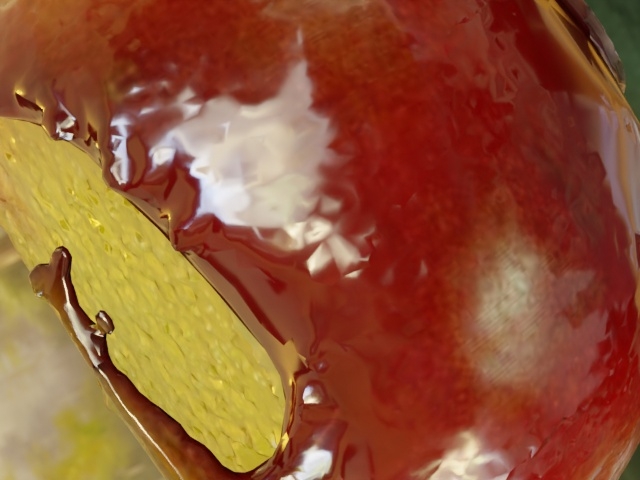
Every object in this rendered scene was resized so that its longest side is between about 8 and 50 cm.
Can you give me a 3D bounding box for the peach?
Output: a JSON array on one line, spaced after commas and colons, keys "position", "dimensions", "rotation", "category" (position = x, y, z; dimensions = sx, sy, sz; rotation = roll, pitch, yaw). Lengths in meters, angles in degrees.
[{"position": [0.005, -0.020, 0.899], "dimensions": [0.406, 0.310, 0.335], "rotation": [52, 167, 17], "category": "peach"}]
